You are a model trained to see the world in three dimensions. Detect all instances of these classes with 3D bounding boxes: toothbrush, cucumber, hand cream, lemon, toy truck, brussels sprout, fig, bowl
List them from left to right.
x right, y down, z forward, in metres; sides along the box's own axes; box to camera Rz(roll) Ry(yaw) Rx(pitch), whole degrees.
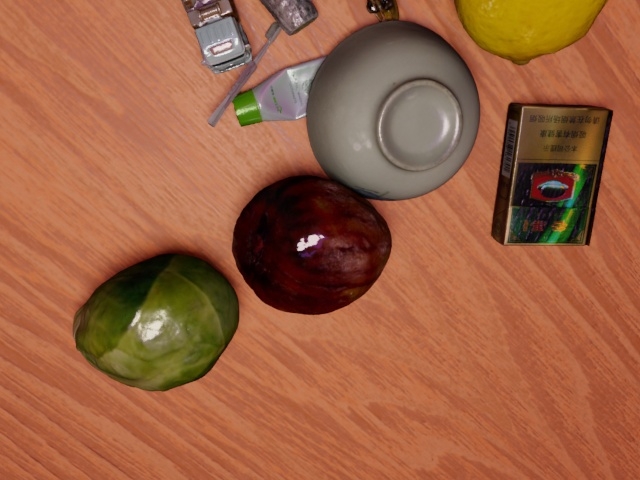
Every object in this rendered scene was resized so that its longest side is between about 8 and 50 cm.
[{"bbox_3d":[-0.275,0.136,0.918,0.271,0.220,0.210,-16,120,22],"label":"brussels sprout"},{"bbox_3d":[-0.162,-0.338,0.809,0.080,0.115,0.178,-20,101,2],"label":"toy truck"},{"bbox_3d":[-0.116,-0.259,0.871,0.017,0.014,0.194,30,84,15],"label":"toothbrush"},{"bbox_3d":[-0.056,-0.368,0.846,0.064,0.064,0.112,-38,104,8],"label":"cucumber"},{"bbox_3d":[-0.008,0.005,0.899,0.262,0.224,0.224,5,108,-8],"label":"fig"},{"bbox_3d":[-0.005,-0.246,0.905,0.275,0.050,0.079,-18,136,-4],"label":"hand cream"},{"bbox_3d":[0.129,-0.182,0.862,0.288,0.146,0.290,-4,111,-11],"label":"bowl"},{"bbox_3d":[0.296,-0.393,0.782,0.233,0.233,0.289,-7,113,-3],"label":"lemon"}]

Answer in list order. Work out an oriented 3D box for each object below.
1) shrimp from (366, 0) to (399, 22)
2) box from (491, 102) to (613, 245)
[{"bbox_3d":[0.072,-0.445,0.817,0.061,0.145,0.267,3,132,40],"label":"shrimp"},{"bbox_3d":[0.392,-0.111,0.966,0.159,0.071,0.240,-1,108,-7],"label":"box"}]
